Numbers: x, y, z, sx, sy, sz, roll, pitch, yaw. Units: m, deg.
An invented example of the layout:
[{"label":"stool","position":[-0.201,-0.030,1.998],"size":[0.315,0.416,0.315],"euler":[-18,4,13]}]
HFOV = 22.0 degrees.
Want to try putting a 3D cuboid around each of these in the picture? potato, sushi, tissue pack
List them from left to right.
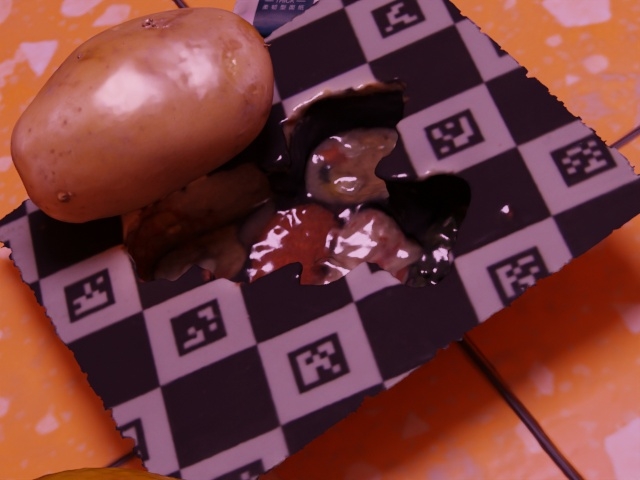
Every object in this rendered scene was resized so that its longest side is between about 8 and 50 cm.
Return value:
[{"label":"potato","position":[-0.111,-0.083,1.038],"size":[0.178,0.109,0.118],"euler":[-28,14,-5]},{"label":"tissue pack","position":[-0.019,-0.159,1.173],"size":[0.083,0.042,0.062],"euler":[4,59,19]},{"label":"sushi","position":[0.000,0.000,1.039],"size":[0.339,0.068,0.320],"euler":[-35,46,-7]}]

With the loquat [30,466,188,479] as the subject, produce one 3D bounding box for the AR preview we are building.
[{"label":"loquat","position":[-0.120,0.208,0.818],"size":[0.246,0.213,0.213],"euler":[40,73,19]}]
